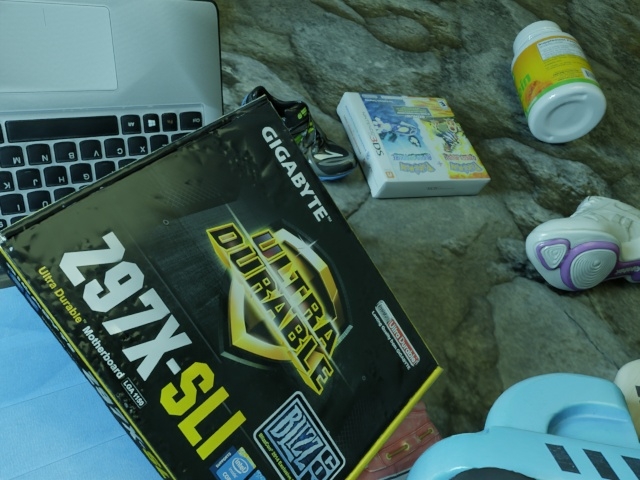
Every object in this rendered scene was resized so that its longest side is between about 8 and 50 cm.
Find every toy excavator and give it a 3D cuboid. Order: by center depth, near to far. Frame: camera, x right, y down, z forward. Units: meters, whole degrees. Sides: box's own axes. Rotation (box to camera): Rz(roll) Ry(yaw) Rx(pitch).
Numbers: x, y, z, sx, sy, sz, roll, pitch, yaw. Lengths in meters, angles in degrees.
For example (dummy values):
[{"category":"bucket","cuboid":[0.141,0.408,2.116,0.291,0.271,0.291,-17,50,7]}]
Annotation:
[{"category":"toy excavator","cuboid":[0.303,0.215,0.493,0.432,0.223,0.445,5,29,12]}]

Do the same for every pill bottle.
[{"category":"pill bottle","cuboid":[0.460,-0.325,1.035,0.136,0.136,0.246,12,52,-15]}]

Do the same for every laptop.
[{"category":"laptop","cuboid":[-0.206,-0.005,0.441,0.381,0.409,0.236,-13,23,-34]}]

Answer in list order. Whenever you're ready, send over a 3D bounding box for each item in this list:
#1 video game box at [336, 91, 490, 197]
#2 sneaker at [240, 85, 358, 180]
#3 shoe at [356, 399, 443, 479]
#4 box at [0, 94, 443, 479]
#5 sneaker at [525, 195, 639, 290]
[{"category":"video game box","cuboid":[0.148,-0.155,0.837,0.205,0.048,0.187,-5,61,-26]},{"category":"sneaker","cuboid":[-0.031,-0.151,0.734,0.188,0.078,0.067,33,50,1]},{"category":"shoe","cuboid":[0.051,0.216,0.518,0.177,0.063,0.081,-5,57,-32]},{"category":"box","cuboid":[-0.064,0.069,0.456,0.257,0.079,0.322,-37,99,-31]},{"category":"sneaker","cuboid":[0.425,-0.003,0.824,0.304,0.114,0.152,3,41,-27]}]
